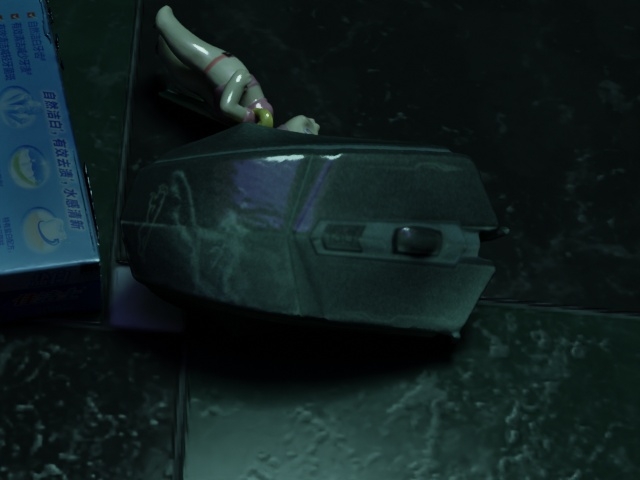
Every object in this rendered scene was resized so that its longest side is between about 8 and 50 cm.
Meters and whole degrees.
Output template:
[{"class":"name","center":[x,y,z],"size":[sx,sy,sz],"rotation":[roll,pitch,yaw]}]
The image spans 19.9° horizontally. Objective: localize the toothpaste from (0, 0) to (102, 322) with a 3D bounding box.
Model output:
[{"class":"toothpaste","center":[-0.186,-0.074,1.117],"size":[0.066,0.053,0.272],"rotation":[-9,54,-12]}]

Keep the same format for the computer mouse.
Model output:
[{"class":"computer mouse","center":[0.001,-0.002,1.043],"size":[0.231,0.071,0.126],"rotation":[5,89,-11]}]

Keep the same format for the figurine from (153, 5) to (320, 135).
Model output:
[{"class":"figurine","center":[-0.049,-0.067,1.129],"size":[0.083,0.083,0.187],"rotation":[-31,69,-31]}]
